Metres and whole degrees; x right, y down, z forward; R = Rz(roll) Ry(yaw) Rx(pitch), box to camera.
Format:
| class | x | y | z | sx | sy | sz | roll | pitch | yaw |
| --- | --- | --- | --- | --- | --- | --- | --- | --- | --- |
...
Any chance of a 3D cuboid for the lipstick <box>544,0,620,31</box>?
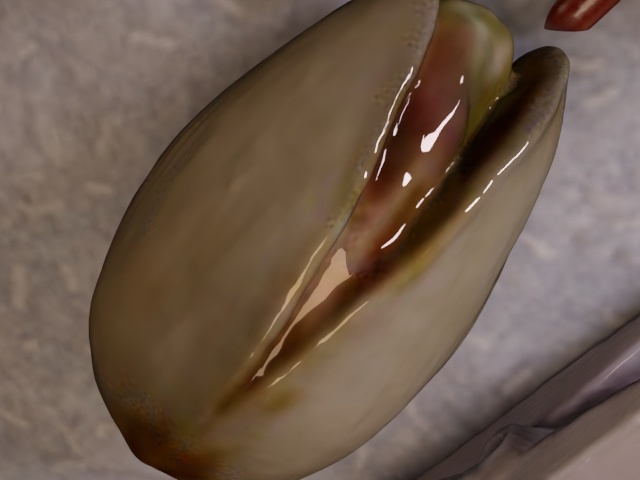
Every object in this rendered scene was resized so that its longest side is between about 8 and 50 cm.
| class | x | y | z | sx | sy | sz | roll | pitch | yaw |
| --- | --- | --- | --- | --- | --- | --- | --- | --- | --- |
| lipstick | 0.132 | -0.119 | 0.480 | 0.030 | 0.030 | 0.129 | 44 | 111 | -10 |

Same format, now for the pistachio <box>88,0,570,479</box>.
| class | x | y | z | sx | sy | sz | roll | pitch | yaw |
| --- | --- | --- | --- | --- | --- | --- | --- | --- | --- |
| pistachio | 0.000 | 0.000 | 0.489 | 0.144 | 0.144 | 0.215 | 34 | 105 | -6 |

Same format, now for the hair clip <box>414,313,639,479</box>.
| class | x | y | z | sx | sy | sz | roll | pitch | yaw |
| --- | --- | --- | --- | --- | --- | --- | --- | --- | --- |
| hair clip | 0.074 | 0.134 | 0.556 | 0.085 | 0.101 | 0.331 | 41 | 113 | -14 |
